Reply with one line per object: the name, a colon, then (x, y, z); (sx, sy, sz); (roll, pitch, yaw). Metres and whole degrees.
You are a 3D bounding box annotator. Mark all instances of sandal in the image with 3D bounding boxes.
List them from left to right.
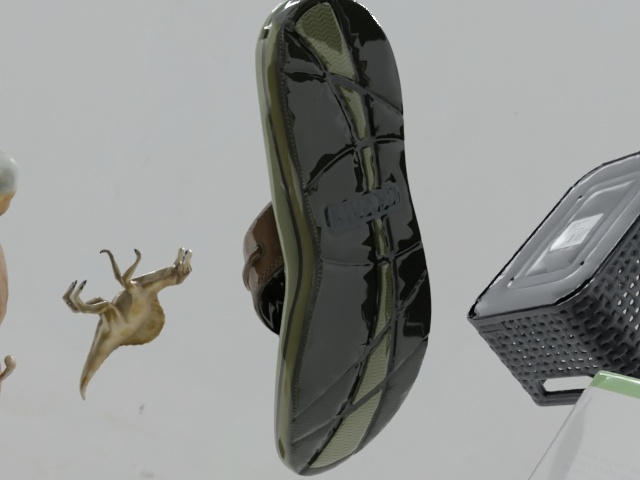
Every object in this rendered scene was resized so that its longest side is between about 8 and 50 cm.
sandal: (0.001, -0.001, 0.645); (0.086, 0.120, 0.303); (7, -77, 48)

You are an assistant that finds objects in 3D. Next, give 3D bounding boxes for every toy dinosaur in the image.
toy dinosaur: (-0.196, 0.071, 0.957); (0.092, 0.053, 0.183); (39, -87, -18)

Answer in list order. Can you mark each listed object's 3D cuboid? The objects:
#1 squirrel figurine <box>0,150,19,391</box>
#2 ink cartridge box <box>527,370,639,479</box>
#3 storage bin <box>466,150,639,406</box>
squirrel figurine: (-0.313, -0.030, 0.487); (0.281, 0.370, 0.397); (-41, -103, 12)
ink cartridge box: (0.098, 0.158, 0.312); (0.056, 0.171, 0.235); (44, -106, -24)
storage bin: (0.202, 0.021, 0.698); (0.180, 0.122, 0.084); (-44, -78, -27)
